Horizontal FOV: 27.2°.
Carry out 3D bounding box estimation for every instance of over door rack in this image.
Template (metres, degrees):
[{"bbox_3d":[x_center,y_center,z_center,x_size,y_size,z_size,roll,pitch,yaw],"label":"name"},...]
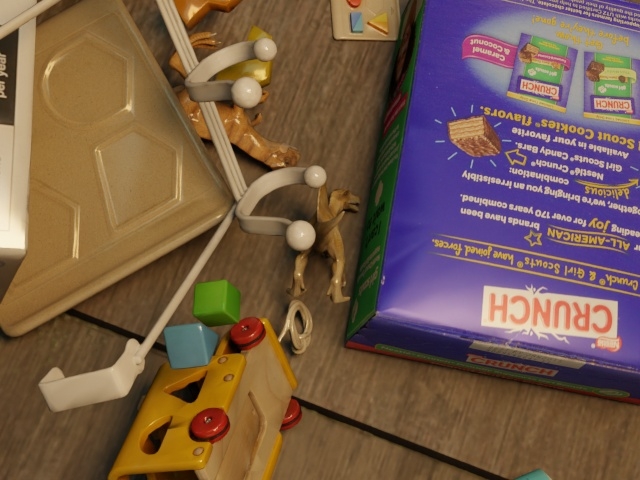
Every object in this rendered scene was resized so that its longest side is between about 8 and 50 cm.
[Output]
[{"bbox_3d":[-0.104,-0.072,0.874,0.324,0.108,0.239,-49,123,-53],"label":"over door rack"}]

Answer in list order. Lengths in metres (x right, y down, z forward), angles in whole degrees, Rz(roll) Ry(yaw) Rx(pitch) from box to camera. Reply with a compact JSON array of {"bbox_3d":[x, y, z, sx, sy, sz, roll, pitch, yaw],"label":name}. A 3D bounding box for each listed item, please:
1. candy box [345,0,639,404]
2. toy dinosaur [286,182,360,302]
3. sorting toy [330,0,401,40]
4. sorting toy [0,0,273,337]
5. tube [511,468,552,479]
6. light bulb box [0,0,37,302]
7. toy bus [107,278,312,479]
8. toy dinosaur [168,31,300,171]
[{"bbox_3d":[0.182,-0.045,1.096,0.268,0.122,0.317,12,70,-5],"label":"candy box"},{"bbox_3d":[0.000,0.000,1.046,0.053,0.183,0.092,3,99,5],"label":"toy dinosaur"},{"bbox_3d":[0.040,-0.219,1.187,0.062,0.012,0.083,-2,73,-8],"label":"sorting toy"},{"bbox_3d":[-0.167,-0.088,1.073,0.307,0.041,0.229,-30,78,-2],"label":"sorting toy"},{"bbox_3d":[0.093,0.245,1.031,0.207,0.052,0.080,-23,72,-9],"label":"tube"},{"bbox_3d":[-0.388,-0.144,0.911,0.361,0.225,0.358,3,75,-18],"label":"light bulb box"},{"bbox_3d":[-0.087,0.135,1.005,0.104,0.202,0.191,-7,79,21],"label":"toy bus"},{"bbox_3d":[-0.114,-0.114,1.106,0.211,0.064,0.112,14,72,-3],"label":"toy dinosaur"}]
